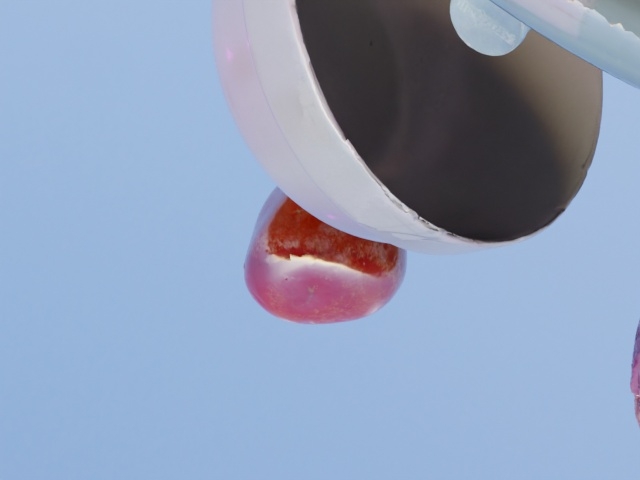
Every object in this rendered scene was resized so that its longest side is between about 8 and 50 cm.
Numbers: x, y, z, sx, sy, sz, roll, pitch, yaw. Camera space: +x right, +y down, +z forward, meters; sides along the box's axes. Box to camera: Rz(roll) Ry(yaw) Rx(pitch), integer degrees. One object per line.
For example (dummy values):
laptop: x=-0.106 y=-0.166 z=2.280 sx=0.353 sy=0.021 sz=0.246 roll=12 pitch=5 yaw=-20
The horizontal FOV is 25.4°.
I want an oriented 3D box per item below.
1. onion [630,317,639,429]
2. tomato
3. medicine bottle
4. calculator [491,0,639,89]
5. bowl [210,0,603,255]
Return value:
onion: x=0.256 y=0.073 z=0.761 sx=0.177 sy=0.177 sz=0.153 roll=35 pitch=-153 yaw=11
tomato: x=0.000 y=0.000 z=1.515 sx=0.187 sy=0.187 sz=0.151 roll=53 pitch=-175 yaw=32
medicine bottle: x=0.143 y=-0.173 z=0.848 sx=0.051 sy=0.051 sz=0.191 roll=35 pitch=-132 yaw=11
calculator: x=0.149 y=-0.103 z=0.397 sx=0.299 sy=0.041 sz=0.185 roll=27 pitch=-114 yaw=18
bowl: x=0.040 y=-0.123 z=0.913 sx=0.287 sy=0.144 sz=0.286 roll=14 pitch=-111 yaw=-41
